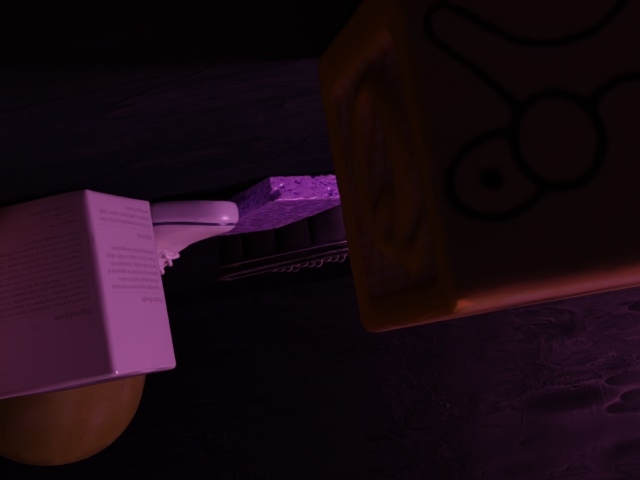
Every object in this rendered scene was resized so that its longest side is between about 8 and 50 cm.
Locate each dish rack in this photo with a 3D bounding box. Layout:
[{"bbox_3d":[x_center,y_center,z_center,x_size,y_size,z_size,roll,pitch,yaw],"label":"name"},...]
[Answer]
[{"bbox_3d":[0.000,0.000,1.583,0.208,0.074,0.271,-12,174,25],"label":"dish rack"}]

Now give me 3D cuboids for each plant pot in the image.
[{"bbox_3d":[-0.338,0.126,1.501,0.274,0.275,0.293,-7,158,-25],"label":"plant pot"}]

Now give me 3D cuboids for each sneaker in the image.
[{"bbox_3d":[-0.203,0.014,1.270,0.258,0.091,0.094,-12,174,23],"label":"sneaker"}]

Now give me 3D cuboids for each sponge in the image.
[{"bbox_3d":[-0.050,-0.041,1.306,0.117,0.031,0.210,-7,173,-29],"label":"sponge"}]

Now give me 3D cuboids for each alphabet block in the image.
[{"bbox_3d":[0.124,-0.056,0.681,0.197,0.192,0.193,-8,172,-13],"label":"alphabet block"}]

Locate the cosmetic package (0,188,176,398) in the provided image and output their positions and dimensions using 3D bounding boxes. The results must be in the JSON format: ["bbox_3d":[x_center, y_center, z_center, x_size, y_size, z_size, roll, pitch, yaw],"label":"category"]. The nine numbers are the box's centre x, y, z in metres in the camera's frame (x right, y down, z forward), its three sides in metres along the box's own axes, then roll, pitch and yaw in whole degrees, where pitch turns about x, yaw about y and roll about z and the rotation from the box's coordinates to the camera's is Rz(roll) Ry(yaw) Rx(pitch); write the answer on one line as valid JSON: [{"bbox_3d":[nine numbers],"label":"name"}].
[{"bbox_3d":[-0.254,0.057,1.149,0.151,0.184,0.151,-11,174,15],"label":"cosmetic package"}]
